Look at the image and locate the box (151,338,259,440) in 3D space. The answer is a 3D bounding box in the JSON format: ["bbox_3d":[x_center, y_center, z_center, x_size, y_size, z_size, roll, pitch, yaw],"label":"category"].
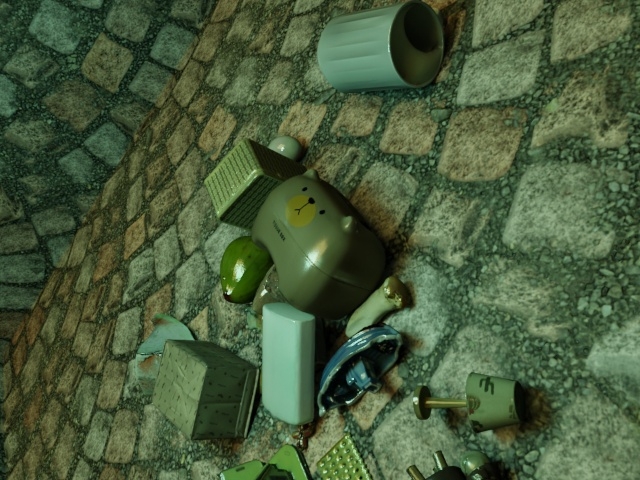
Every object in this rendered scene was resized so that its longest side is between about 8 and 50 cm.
[{"bbox_3d":[-0.358,0.450,1.741,0.297,0.191,0.225,12,90,49],"label":"box"}]

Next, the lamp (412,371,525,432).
[{"bbox_3d":[0.299,0.330,1.159,0.215,0.121,0.121,-9,64,32],"label":"lamp"}]

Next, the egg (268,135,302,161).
[{"bbox_3d":[-0.124,-0.312,1.970,0.135,0.103,0.103,-6,67,45],"label":"egg"}]

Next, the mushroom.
[{"bbox_3d":[0.143,0.180,1.459,0.209,0.084,0.071,-46,0,29],"label":"mushroom"}]

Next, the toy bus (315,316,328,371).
[{"bbox_3d":[-0.025,0.279,1.596,0.072,0.057,0.171,-31,52,30],"label":"toy bus"}]

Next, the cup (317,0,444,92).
[{"bbox_3d":[0.192,-0.590,1.692,0.323,0.236,0.327,-45,33,-23],"label":"cup"}]

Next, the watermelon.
[{"bbox_3d":[-0.584,0.424,2.012,0.289,0.214,0.320,-54,52,15],"label":"watermelon"}]

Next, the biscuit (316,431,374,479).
[{"bbox_3d":[0.071,0.596,1.360,0.139,0.016,0.231,-49,43,17],"label":"biscuit"}]

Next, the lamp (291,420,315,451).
[{"bbox_3d":[-0.042,0.511,1.517,0.083,0.031,0.063,-55,41,5],"label":"lamp"}]

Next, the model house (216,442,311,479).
[{"bbox_3d":[-0.188,0.636,1.421,0.218,0.279,0.204,-51,43,18],"label":"model house"}]

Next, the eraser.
[{"bbox_3d":[-0.089,0.327,1.520,0.189,0.104,0.289,16,107,58],"label":"eraser"}]

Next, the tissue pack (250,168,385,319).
[{"bbox_3d":[0.000,0.000,1.544,0.277,0.267,0.387,-50,42,16],"label":"tissue pack"}]

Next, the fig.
[{"bbox_3d":[-0.237,0.099,1.790,0.203,0.203,0.225,-15,23,43],"label":"fig"}]

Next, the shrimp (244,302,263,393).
[{"bbox_3d":[-0.161,0.318,1.734,0.185,0.068,0.286,-25,64,43],"label":"shrimp"}]

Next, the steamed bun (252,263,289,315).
[{"bbox_3d":[-0.111,0.153,1.679,0.106,0.145,0.175,119,176,-69],"label":"steamed bun"}]

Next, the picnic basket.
[{"bbox_3d":[-0.166,-0.145,1.777,0.228,0.313,0.175,-43,54,23],"label":"picnic basket"}]

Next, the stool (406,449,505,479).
[{"bbox_3d":[0.262,0.484,1.129,0.217,0.125,0.121,-43,42,11],"label":"stool"}]

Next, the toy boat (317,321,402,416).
[{"bbox_3d":[0.092,0.325,1.383,0.309,0.129,0.142,-49,28,20],"label":"toy boat"}]
